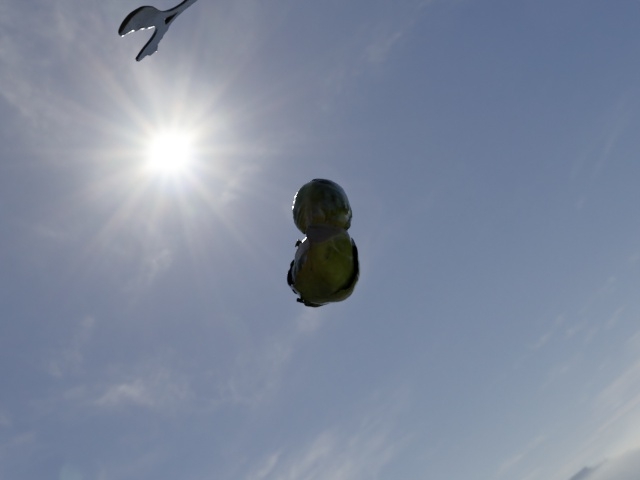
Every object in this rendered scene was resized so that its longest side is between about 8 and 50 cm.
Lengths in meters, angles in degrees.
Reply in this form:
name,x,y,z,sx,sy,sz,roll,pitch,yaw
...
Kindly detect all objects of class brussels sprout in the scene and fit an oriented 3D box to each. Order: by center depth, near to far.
name,x,y,z,sx,sy,sz,roll,pitch,yaw
brussels sprout,0.000,-0.001,0.558,0.046,0.083,0.051,-2,-13,-17

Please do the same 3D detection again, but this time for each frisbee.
name,x,y,z,sx,sy,sz,roll,pitch,yaw
frisbee,-0.224,-0.305,1.240,0.211,0.012,0.187,-42,2,-40
